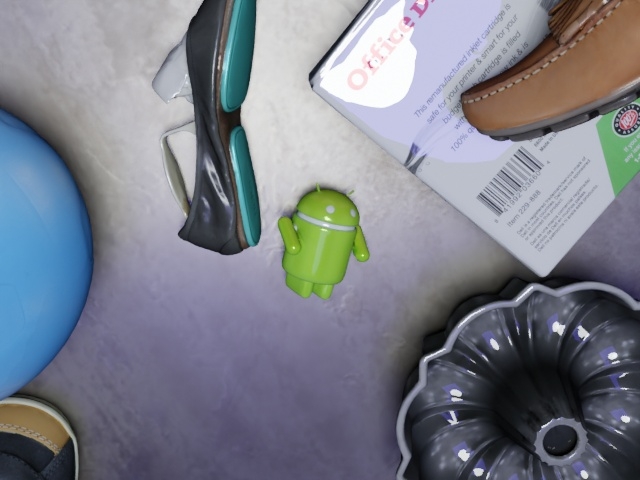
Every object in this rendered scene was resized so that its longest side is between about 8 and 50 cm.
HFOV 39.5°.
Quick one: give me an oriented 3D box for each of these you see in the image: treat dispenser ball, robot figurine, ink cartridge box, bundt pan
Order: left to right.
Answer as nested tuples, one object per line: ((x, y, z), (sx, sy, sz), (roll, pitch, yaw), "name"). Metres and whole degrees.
((-0.344, 0.012, 0.771), (0.288, 0.288, 0.288), (-1, 104, -3), "treat dispenser ball")
((0.000, 0.000, 0.899), (0.101, 0.067, 0.115), (7, 105, -33), "robot figurine")
((0.161, -0.141, 0.844), (0.289, 0.121, 0.211), (39, 100, -11), "ink cartridge box")
((0.232, 0.182, 0.927), (0.330, 0.124, 0.331), (-1, 105, -3), "bundt pan")

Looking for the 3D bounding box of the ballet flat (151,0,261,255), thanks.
((-0.111, -0.120, 0.854), (0.096, 0.095, 0.280), (3, 104, 9), "ballet flat")

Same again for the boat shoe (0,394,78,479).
((-0.343, 0.415, 0.941), (0.186, 0.156, 0.500), (6, 105, -6), "boat shoe")

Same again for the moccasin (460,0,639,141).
((0.251, -0.203, 0.652), (0.380, 0.139, 0.147), (-35, 94, 41), "moccasin")
